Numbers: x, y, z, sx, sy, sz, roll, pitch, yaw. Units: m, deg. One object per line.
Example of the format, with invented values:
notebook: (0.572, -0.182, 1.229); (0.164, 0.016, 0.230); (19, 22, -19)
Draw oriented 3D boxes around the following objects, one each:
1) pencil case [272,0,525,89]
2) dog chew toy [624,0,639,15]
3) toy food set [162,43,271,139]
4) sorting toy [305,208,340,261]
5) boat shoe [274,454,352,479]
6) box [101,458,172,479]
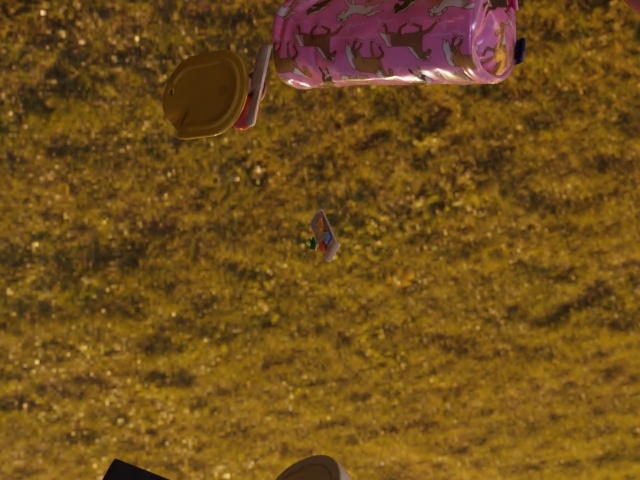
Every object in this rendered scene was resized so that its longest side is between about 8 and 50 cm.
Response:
pencil case: (0.104, -0.307, 1.396); (0.386, 0.160, 0.167); (4, -174, 37)
dog chew toy: (0.333, -0.261, 0.583); (0.332, 0.206, 0.206); (-30, 151, -7)
toy food set: (-0.136, -0.206, 1.367); (0.218, 0.128, 0.071); (1, 172, 41)
sorting toy: (0.000, 0.000, 1.321); (0.012, 0.062, 0.083); (-18, 159, -24)
boat shoe: (-0.008, 0.328, 0.684); (0.127, 0.340, 0.113); (-27, 122, 26)
box: (-0.171, 0.347, 1.106); (0.158, 0.093, 0.156); (12, 151, 30)
